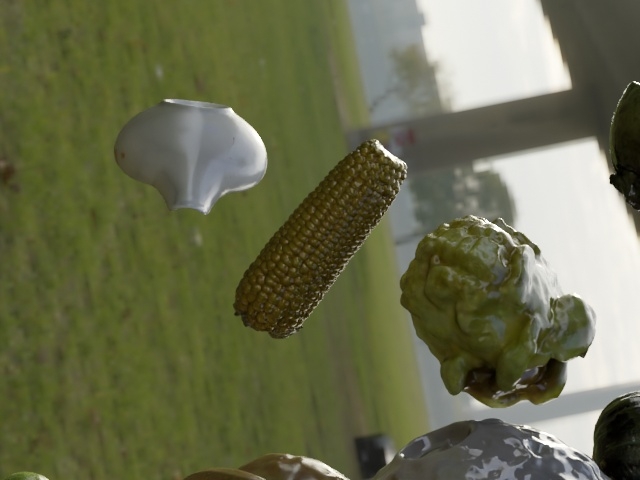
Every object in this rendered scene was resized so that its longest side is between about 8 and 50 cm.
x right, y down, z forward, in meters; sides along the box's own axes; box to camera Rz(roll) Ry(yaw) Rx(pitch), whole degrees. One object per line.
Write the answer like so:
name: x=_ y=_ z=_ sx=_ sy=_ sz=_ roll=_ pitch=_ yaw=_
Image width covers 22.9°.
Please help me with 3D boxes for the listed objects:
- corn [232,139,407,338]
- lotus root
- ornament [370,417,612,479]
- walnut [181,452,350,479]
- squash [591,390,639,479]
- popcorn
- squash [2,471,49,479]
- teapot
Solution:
corn: x=-0.001 y=0.000 z=1.799 sx=0.091 sy=0.260 sz=0.091 roll=39 pitch=9 yaw=7
lotus root: x=0.331 y=-0.044 z=1.453 sx=0.203 sy=0.078 sz=0.183 roll=51 pitch=-5 yaw=-30
ornament: x=0.183 y=0.352 z=1.717 sx=0.337 sy=0.337 sz=0.337 roll=-11 pitch=90 yaw=-87
walnut: x=-0.052 y=0.343 z=1.483 sx=0.296 sy=0.285 sz=0.285 roll=-30 pitch=113 yaw=-50
squash: x=0.385 y=0.273 z=1.863 sx=0.193 sy=0.156 sz=0.193 roll=-18 pitch=90 yaw=-86
popcorn: x=0.194 y=0.080 z=1.823 sx=0.255 sy=0.195 sz=0.256 roll=50 pitch=-8 yaw=41
squash: x=-0.378 y=0.451 z=1.943 sx=0.118 sy=0.118 sz=0.370 roll=75 pitch=11 yaw=-49
teapot: x=-0.122 y=-0.087 z=1.507 sx=0.226 sy=0.145 sz=0.092 roll=-101 pitch=-159 yaw=-79
